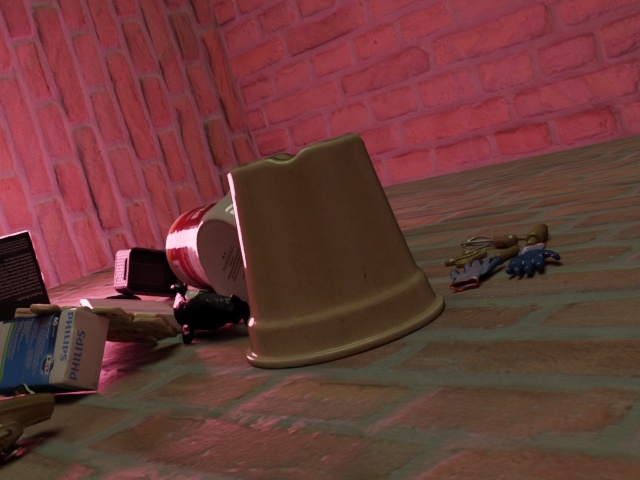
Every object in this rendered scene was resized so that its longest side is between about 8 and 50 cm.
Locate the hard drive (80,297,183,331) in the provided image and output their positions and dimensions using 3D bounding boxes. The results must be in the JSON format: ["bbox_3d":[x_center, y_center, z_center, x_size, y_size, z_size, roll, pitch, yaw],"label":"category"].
[{"bbox_3d":[-0.422,0.164,1.876,0.203,0.040,0.307,4,0,-19],"label":"hard drive"}]

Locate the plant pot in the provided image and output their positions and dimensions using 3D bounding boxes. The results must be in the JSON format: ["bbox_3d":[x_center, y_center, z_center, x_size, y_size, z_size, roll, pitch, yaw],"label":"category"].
[{"bbox_3d":[0.000,0.000,1.351,0.334,0.305,0.334,-16,7,2],"label":"plant pot"}]

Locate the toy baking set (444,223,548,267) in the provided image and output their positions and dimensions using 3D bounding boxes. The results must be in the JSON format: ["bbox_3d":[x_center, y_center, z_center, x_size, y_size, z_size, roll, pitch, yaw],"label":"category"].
[{"bbox_3d":[0.351,0.003,1.657,0.197,0.030,0.256,-12,8,30],"label":"toy baking set"}]

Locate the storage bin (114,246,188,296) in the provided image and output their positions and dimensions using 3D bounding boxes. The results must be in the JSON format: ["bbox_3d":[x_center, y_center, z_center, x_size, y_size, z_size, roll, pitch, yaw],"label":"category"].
[{"bbox_3d":[-0.454,0.088,2.274,0.180,0.122,0.084,8,-9,-36],"label":"storage bin"}]

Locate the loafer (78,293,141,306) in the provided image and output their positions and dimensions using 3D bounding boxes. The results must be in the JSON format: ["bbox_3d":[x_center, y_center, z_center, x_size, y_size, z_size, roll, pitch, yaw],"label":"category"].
[{"bbox_3d":[-0.547,0.179,2.149,0.078,0.076,0.223,-21,0,30],"label":"loafer"}]

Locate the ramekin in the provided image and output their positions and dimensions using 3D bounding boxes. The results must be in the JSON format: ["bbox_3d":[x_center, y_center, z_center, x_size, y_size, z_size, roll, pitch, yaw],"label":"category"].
[{"bbox_3d":[-0.127,0.026,1.650,0.127,0.273,0.273,-34,17,-38],"label":"ramekin"}]

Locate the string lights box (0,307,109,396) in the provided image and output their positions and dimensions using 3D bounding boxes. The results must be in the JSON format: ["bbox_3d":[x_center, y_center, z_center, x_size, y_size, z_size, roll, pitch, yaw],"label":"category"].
[{"bbox_3d":[-0.502,0.207,1.524,0.260,0.133,0.077,-11,-25,37],"label":"string lights box"}]

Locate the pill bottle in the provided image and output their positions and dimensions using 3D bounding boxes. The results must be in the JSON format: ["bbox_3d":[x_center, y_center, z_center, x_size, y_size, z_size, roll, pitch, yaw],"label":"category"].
[{"bbox_3d":[-0.223,0.011,2.089,0.224,0.224,0.392,-20,6,-27],"label":"pill bottle"}]

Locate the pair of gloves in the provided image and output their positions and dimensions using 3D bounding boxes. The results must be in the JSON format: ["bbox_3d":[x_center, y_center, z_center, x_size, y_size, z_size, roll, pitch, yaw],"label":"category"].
[{"bbox_3d":[0.314,0.045,1.446,0.198,0.023,0.159,-14,9,22],"label":"pair of gloves"}]

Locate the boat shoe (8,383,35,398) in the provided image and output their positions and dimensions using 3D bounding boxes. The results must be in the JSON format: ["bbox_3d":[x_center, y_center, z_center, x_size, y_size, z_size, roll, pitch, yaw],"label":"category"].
[{"bbox_3d":[-0.507,0.273,1.421,0.042,0.049,0.133,-11,8,-31],"label":"boat shoe"}]

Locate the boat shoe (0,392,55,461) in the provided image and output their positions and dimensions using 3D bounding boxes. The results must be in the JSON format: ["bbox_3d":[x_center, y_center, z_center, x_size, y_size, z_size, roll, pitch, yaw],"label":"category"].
[{"bbox_3d":[-0.494,0.290,1.171,0.285,0.089,0.104,-18,-9,-44],"label":"boat shoe"}]

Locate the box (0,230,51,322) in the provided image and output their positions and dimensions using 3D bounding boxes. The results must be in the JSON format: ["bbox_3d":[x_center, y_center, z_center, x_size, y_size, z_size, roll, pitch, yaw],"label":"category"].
[{"bbox_3d":[-0.814,0.146,2.123,0.183,0.294,0.296,-18,7,-35],"label":"box"}]

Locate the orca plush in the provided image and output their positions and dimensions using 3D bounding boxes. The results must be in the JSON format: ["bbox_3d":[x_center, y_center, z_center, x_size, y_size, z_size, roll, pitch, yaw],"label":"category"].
[{"bbox_3d":[-0.218,0.163,1.628,0.287,0.102,0.151,6,-24,47],"label":"orca plush"}]

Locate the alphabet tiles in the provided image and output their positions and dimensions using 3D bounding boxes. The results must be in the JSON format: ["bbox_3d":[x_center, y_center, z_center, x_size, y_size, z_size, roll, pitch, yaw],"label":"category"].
[{"bbox_3d":[-0.424,0.158,1.610,0.284,0.021,0.278,2,-18,5],"label":"alphabet tiles"}]
